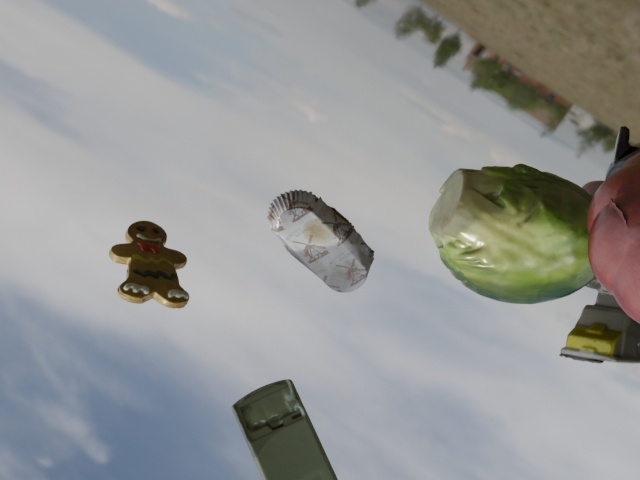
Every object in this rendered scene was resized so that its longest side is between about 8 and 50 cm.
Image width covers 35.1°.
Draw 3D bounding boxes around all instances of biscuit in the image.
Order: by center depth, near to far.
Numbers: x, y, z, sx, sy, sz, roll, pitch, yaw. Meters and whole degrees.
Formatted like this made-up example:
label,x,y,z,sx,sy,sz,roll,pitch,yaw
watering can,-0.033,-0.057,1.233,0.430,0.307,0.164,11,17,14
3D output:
label,x,y,z,sx,sy,sz,roll,pitch,yaw
biscuit,-0.339,0.039,2.018,0.158,0.035,0.240,7,-140,-24

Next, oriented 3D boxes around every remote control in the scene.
label,x,y,z,sx,sy,sz,roll,pitch,yaw
remote control,-0.048,0.384,1.745,0.285,0.123,0.038,63,171,9

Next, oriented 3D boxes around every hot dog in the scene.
label,x,y,z,sx,sy,sz,roll,pitch,yaw
hot dog,0.000,0.000,1.441,0.192,0.099,0.053,43,-161,-27

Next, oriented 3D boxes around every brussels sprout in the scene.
label,x,y,z,sx,sy,sz,roll,pitch,yaw
brussels sprout,0.199,-0.004,1.021,0.181,0.143,0.161,22,-167,-1

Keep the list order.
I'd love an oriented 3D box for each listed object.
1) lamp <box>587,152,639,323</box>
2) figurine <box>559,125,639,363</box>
label,x,y,z,sx,sy,sz,roll,pitch,yaw
lamp,0.307,0.006,0.831,0.182,0.140,0.182,2,-129,-2
figurine,0.378,0.009,1.153,0.308,0.308,0.143,30,168,-12
